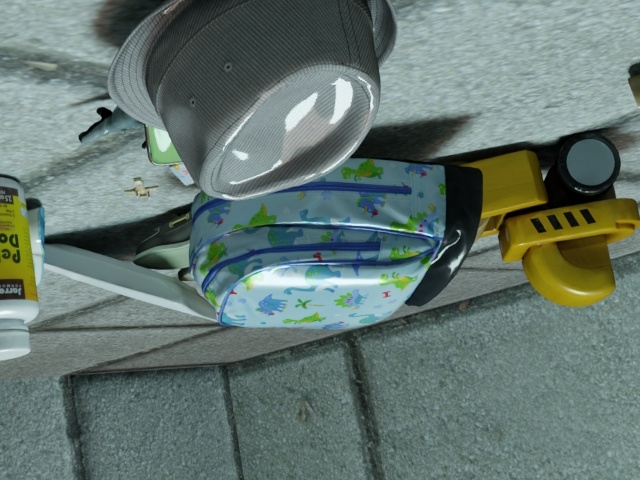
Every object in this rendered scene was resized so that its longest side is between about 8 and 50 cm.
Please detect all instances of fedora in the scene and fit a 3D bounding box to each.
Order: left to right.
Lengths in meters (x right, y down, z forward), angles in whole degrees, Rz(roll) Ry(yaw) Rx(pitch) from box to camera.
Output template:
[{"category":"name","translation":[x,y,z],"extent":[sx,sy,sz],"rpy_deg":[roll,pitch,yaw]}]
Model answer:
[{"category":"fedora","translation":[-0.048,-0.123,1.008],"extent":[0.275,0.124,0.243],"rpy_deg":[-33,147,30]}]

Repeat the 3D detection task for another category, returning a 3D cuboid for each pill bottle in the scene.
[{"category":"pill bottle","translation":[-0.410,0.037,1.410],"extent":[0.117,0.215,0.117],"rpy_deg":[-10,169,-2]}]

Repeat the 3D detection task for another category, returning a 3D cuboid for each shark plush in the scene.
[{"category":"shark plush","translation":[-0.177,-0.127,1.178],"extent":[0.161,0.067,0.073],"rpy_deg":[-11,169,5]}]

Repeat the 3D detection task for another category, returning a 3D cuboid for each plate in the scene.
[{"category":"plate","translation":[-0.313,0.062,1.843],"extent":[0.277,0.045,0.278],"rpy_deg":[17,173,10]}]

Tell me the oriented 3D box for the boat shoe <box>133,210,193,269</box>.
[{"category":"boat shoe","translation":[-0.193,-0.011,1.738],"extent":[0.227,0.069,0.081],"rpy_deg":[-18,155,33]}]

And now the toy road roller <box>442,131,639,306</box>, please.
[{"category":"toy road roller","translation":[0.322,-0.010,1.758],"extent":[0.329,0.241,0.202],"rpy_deg":[-10,169,1]}]

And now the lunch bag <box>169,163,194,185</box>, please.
[{"category":"lunch bag","translation":[-0.141,-0.100,1.386],"extent":[0.071,0.053,0.083],"rpy_deg":[-14,159,9]}]

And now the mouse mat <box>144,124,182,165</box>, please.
[{"category":"mouse mat","translation":[-0.080,-0.142,1.125],"extent":[0.189,0.007,0.153],"rpy_deg":[-8,133,-11]}]

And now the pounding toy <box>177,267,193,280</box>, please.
[{"category":"pounding toy","translation":[-0.148,0.051,1.870],"extent":[0.154,0.155,0.269],"rpy_deg":[-14,167,4]}]

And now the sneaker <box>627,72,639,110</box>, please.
[{"category":"sneaker","translation":[0.453,-0.187,1.472],"extent":[0.086,0.064,0.192],"rpy_deg":[-23,165,21]}]

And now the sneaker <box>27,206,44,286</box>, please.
[{"category":"sneaker","translation":[-0.433,0.008,1.612],"extent":[0.092,0.087,0.229],"rpy_deg":[0,160,-13]}]

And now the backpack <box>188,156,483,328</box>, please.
[{"category":"backpack","translation":[0.000,0.000,1.549],"extent":[0.355,0.273,0.290],"rpy_deg":[17,156,-9]}]

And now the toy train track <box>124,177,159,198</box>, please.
[{"category":"toy train track","translation":[-0.243,-0.067,1.557],"extent":[0.048,0.014,0.083],"rpy_deg":[-9,168,-5]}]
